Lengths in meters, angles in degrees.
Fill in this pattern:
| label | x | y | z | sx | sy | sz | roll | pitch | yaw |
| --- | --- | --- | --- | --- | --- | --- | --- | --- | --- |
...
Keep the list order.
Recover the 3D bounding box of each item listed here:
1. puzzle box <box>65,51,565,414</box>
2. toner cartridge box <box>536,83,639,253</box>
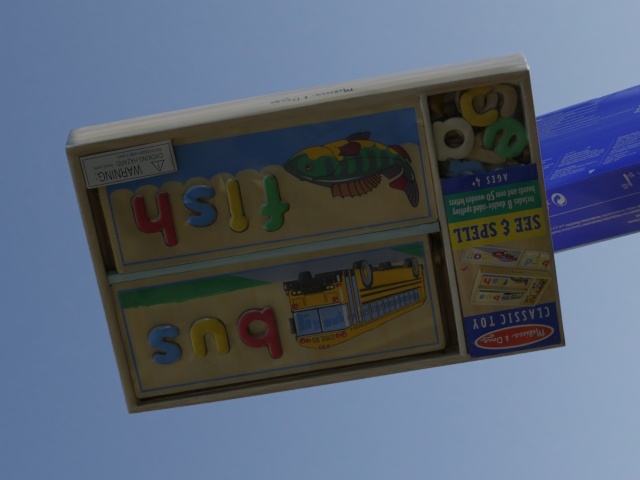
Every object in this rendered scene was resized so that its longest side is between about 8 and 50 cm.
| label | x | y | z | sx | sy | sz | roll | pitch | yaw |
| --- | --- | --- | --- | --- | --- | --- | --- | --- | --- |
| puzzle box | 0.000 | 0.000 | 1.602 | 0.409 | 0.052 | 0.272 | -10 | -67 | 3 |
| toner cartridge box | 0.301 | -0.079 | 1.708 | 0.075 | 0.348 | 0.165 | 55 | -132 | -18 |
